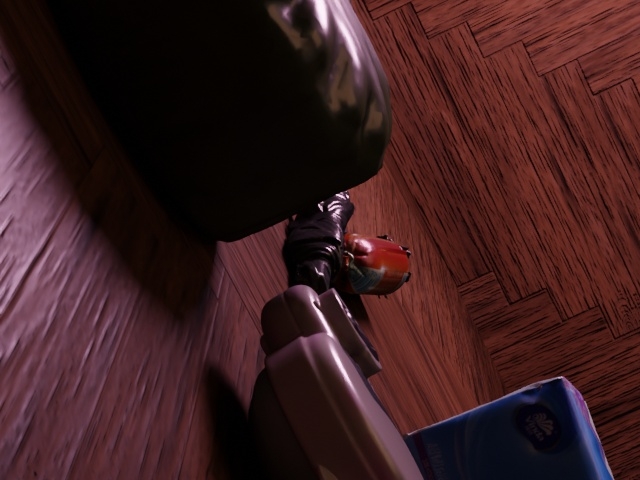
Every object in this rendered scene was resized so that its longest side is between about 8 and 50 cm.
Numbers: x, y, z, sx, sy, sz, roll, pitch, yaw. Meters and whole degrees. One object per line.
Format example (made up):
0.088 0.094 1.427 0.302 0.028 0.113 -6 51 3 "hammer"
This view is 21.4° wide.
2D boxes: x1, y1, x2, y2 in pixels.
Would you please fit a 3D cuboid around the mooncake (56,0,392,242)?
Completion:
-0.078 -0.187 1.390 0.356 0.194 0.356 63 7 -14 "mooncake"

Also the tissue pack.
0.220 0.303 1.754 0.146 0.198 0.263 46 23 -63 "tissue pack"

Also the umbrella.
0.000 0.000 1.778 0.236 0.066 0.059 -85 154 -69 "umbrella"

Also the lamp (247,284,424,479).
0.003 0.141 1.224 0.179 0.108 0.246 62 6 -48 "lamp"

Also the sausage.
0.053 0.027 1.986 0.083 0.083 0.264 66 9 7 "sausage"
